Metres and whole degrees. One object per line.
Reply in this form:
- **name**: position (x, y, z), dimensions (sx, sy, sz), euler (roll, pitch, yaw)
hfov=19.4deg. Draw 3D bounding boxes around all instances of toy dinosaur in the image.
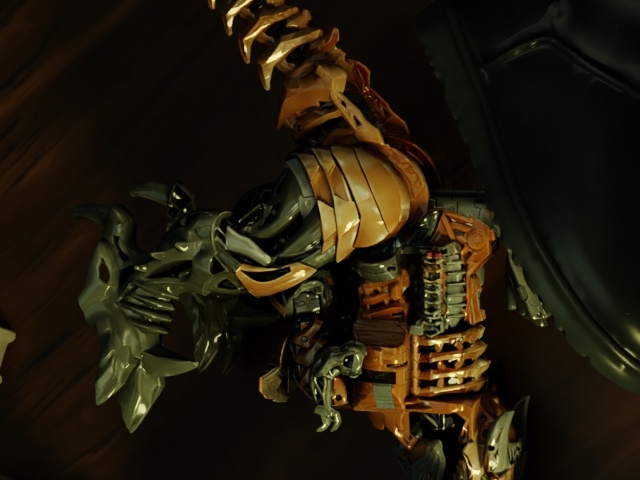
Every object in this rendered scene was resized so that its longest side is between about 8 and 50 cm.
- **toy dinosaur**: position (0.000, 0.000, 0.994), dimensions (0.218, 0.164, 0.322), euler (-22, 69, 22)

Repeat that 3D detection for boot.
- **boot**: position (0.173, -0.077, 0.905), dimensions (0.207, 0.094, 0.246), euler (-36, 63, 28)

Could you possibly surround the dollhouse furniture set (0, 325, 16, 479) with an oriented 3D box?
- **dollhouse furniture set**: position (-0.262, 0.174, 1.110), dimensions (0.303, 0.198, 0.286), euler (23, 95, 31)
